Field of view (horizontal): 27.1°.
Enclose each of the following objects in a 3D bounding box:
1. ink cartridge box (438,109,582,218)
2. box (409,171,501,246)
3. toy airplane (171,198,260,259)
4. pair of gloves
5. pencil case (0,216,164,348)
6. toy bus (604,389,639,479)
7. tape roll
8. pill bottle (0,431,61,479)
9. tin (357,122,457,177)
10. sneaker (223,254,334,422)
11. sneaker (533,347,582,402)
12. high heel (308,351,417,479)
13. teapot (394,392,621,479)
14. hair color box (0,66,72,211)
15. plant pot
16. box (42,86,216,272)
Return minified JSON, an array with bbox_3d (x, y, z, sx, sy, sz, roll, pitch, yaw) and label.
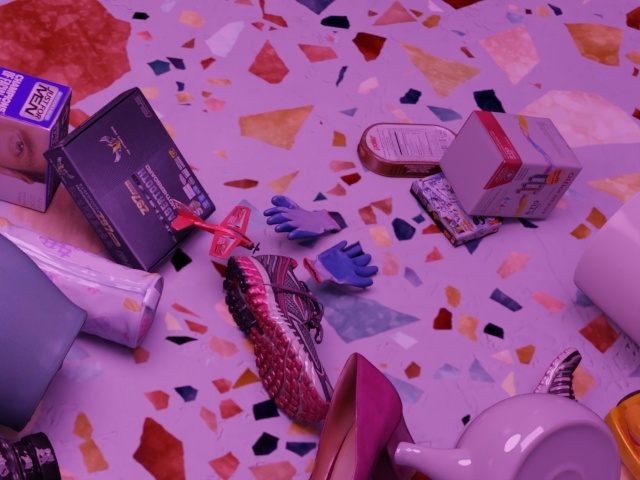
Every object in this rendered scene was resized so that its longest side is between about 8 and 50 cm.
[{"bbox_3d":[0.317,-0.125,2.214,0.176,0.128,0.127,1,46,-33],"label":"ink cartridge box"},{"bbox_3d":[0.225,-0.056,2.221,0.094,0.027,0.137,-18,56,-28],"label":"box"},{"bbox_3d":[-0.160,-0.017,1.989,0.151,0.028,0.151,19,35,-14],"label":"toy airplane"},{"bbox_3d":[0.000,0.000,2.074,0.159,0.023,0.198,-4,49,-52],"label":"pair of gloves"},{"bbox_3d":[-0.360,0.058,1.891,0.273,0.124,0.113,20,46,2],"label":"pencil case"},{"bbox_3d":[0.552,0.240,1.920,0.220,0.211,0.149,-10,54,-21],"label":"toy bus"},{"bbox_3d":[0.540,0.038,2.075,0.246,0.246,0.169,-26,59,-33],"label":"tape roll"},{"bbox_3d":[-0.438,0.310,1.641,0.219,0.123,0.123,-13,54,-25],"label":"pill bottle"},{"bbox_3d":[0.158,-0.157,2.290,0.189,0.040,0.106,0,45,-15],"label":"tin"},{"bbox_3d":[-0.040,0.127,1.919,0.112,0.121,0.299,-7,50,-25],"label":"sneaker"},{"bbox_3d":[0.356,0.233,1.973,0.074,0.063,0.170,30,53,13],"label":"sneaker"},{"bbox_3d":[-0.007,0.308,1.721,0.181,0.127,0.377,61,38,-10],"label":"high heel"},{"bbox_3d":[0.270,0.309,1.796,0.252,0.256,0.187,-41,31,-17],"label":"teapot"},{"bbox_3d":[-0.557,-0.182,2.011,0.338,0.185,0.110,15,47,-1],"label":"hair color box"},{"bbox_3d":[-0.455,0.112,1.735,0.255,0.272,0.272,29,46,-7],"label":"plant pot"},{"bbox_3d":[-0.283,-0.087,2.000,0.183,0.059,0.233,-45,111,-40],"label":"box"}]
